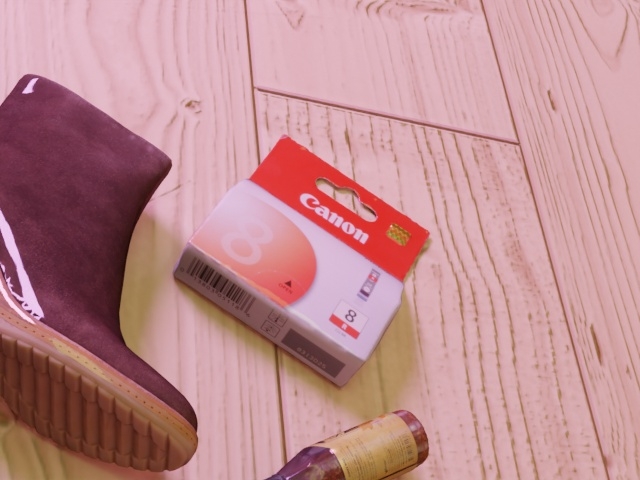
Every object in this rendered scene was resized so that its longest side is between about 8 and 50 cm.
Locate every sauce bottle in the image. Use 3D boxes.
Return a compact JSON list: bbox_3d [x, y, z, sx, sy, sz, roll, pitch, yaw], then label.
[{"bbox_3d":[0.008,0.143,0.722,0.128,0.042,0.042,-15,63,-32],"label":"sauce bottle"}]

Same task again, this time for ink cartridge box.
[{"bbox_3d":[0.000,0.000,0.834,0.145,0.045,0.179,34,49,0],"label":"ink cartridge box"}]

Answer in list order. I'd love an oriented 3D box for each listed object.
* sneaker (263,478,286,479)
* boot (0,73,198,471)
[{"bbox_3d":[-0.014,0.243,0.572,0.109,0.130,0.286,12,49,-17],"label":"sneaker"},{"bbox_3d":[-0.142,0.007,0.720,0.248,0.090,0.207,32,48,4],"label":"boot"}]
